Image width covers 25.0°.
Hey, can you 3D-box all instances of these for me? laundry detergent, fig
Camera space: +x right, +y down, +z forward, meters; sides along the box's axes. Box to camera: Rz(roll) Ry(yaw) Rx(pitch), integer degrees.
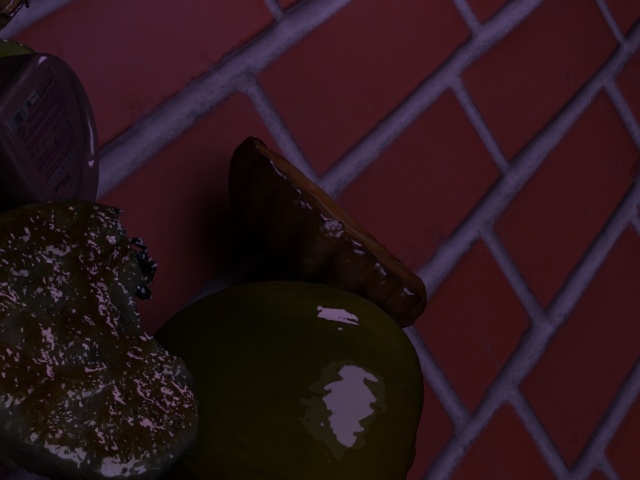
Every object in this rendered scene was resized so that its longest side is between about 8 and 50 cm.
[{"bbox_3d":[-0.305,-0.102,1.655,0.237,0.076,0.171,61,41,-37],"label":"laundry detergent"},{"bbox_3d":[-0.052,0.200,1.661,0.343,0.343,0.343,21,60,-41],"label":"fig"}]

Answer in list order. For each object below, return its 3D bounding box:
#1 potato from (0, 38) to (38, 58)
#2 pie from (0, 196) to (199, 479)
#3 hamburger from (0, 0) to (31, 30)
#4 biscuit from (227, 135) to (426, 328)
[{"bbox_3d":[-0.388,-0.173,1.645,0.198,0.054,0.119,-34,115,-51],"label":"potato"},{"bbox_3d":[-0.270,0.103,1.483,0.296,0.078,0.371,3,51,-33],"label":"pie"},{"bbox_3d":[-0.404,-0.384,1.630,0.330,0.162,0.209,57,34,0],"label":"hamburger"},{"bbox_3d":[0.000,0.000,1.858,0.326,0.107,0.326,44,6,-5],"label":"biscuit"}]
